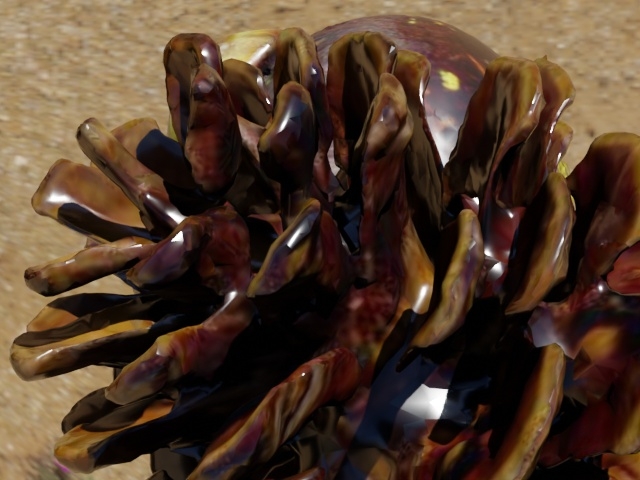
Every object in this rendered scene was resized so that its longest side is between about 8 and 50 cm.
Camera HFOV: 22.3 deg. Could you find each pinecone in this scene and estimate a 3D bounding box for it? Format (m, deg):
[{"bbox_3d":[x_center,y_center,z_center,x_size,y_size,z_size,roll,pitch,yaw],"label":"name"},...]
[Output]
[{"bbox_3d":[0.007,0.026,0.471,0.207,0.208,0.208,-3,97,-25],"label":"pinecone"}]

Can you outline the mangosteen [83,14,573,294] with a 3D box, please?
[{"bbox_3d":[0.000,0.000,0.692,0.217,0.192,0.192,1,97,9],"label":"mangosteen"}]
